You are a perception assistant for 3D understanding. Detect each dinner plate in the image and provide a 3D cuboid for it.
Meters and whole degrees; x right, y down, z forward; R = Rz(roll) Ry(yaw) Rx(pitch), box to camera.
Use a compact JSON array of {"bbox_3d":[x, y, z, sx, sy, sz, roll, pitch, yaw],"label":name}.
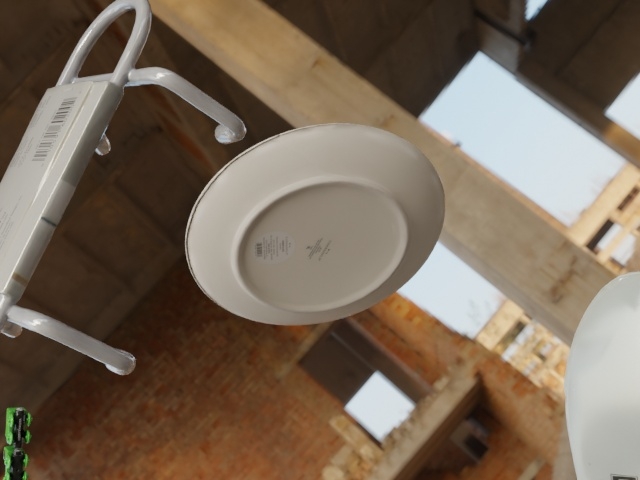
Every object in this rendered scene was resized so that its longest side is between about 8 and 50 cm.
[{"bbox_3d":[0.000,0.000,0.507,0.141,0.017,0.141,-7,-48,-8],"label":"dinner plate"}]

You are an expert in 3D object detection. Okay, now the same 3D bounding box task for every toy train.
[{"bbox_3d":[-0.217,0.158,0.682,0.017,0.023,0.083,3,-86,-31],"label":"toy train"}]

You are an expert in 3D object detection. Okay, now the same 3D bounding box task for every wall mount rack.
[{"bbox_3d":[-0.211,-0.021,0.806,0.130,0.304,0.350,33,-106,-34],"label":"wall mount rack"}]

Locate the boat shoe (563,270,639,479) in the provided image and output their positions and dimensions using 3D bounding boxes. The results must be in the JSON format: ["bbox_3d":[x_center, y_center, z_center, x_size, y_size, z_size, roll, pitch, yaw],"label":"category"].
[{"bbox_3d":[0.189,0.123,0.558,0.070,0.077,0.219,-10,-78,-53],"label":"boat shoe"}]
